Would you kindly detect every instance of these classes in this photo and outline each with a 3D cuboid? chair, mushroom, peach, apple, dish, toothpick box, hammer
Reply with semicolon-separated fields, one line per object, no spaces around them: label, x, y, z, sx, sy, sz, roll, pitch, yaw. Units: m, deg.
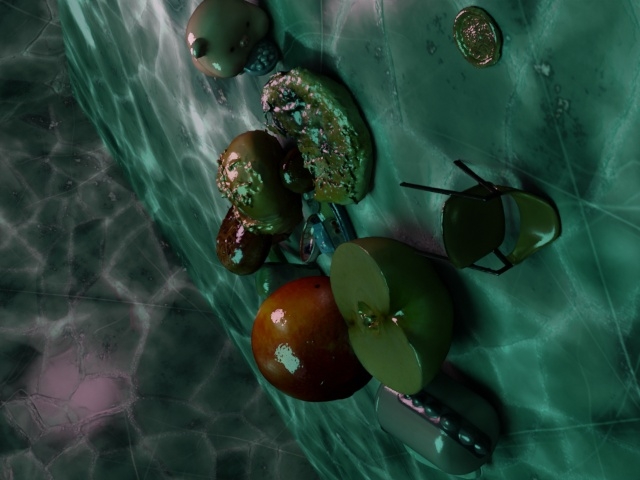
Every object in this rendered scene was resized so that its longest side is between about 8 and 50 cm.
chair;0.292;-0.037;1.418;0.247;0.172;0.159;36;147;58
mushroom;-0.047;-0.182;1.986;0.127;0.127;0.087;61;162;-1
peach;0.001;0.279;2.123;0.388;0.388;0.388;46;153;31
apple;0.146;0.169;1.800;0.311;0.320;0.360;24;166;-12
mushroom;-0.208;-0.032;2.324;0.278;0.297;0.163;-25;133;35
dish;0.000;0.000;2.186;0.141;0.078;0.141;-169;90;-72
toothpick box;0.295;0.437;1.884;0.316;0.229;0.229;26;139;53
hammer;-0.131;0.082;2.451;0.335;0.206;0.119;-127;49;-59

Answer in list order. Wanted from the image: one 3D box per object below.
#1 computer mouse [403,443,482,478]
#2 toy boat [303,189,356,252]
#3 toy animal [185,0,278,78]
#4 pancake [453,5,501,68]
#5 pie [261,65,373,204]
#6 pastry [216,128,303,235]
computer mouse;0.334;0.546;2.091;0.288;0.097;0.159;0;116;52
toy boat;0.004;-0.069;2.048;0.109;0.098;0.238;-12;106;63
toy animal;-0.238;-0.507;1.915;0.229;0.210;0.221;31;175;-41
pancake;0.263;-0.340;1.292;0.115;0.011;0.115;48;156;29
pie;-0.001;-0.251;1.825;0.371;0.078;0.296;54;146;1
pastry;-0.173;-0.150;2.096;0.316;0.184;0.284;48;-154;-63
